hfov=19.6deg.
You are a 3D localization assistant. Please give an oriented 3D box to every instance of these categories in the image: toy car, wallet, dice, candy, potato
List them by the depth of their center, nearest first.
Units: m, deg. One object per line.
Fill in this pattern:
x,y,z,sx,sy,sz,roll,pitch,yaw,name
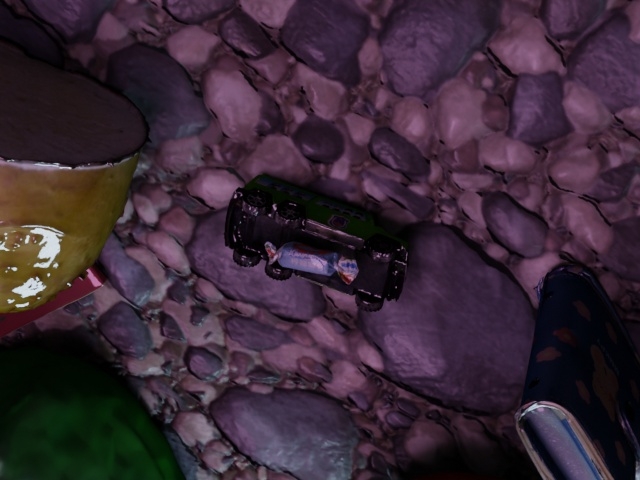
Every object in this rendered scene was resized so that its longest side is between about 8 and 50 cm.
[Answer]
0.214,0.125,1.497,0.059,0.202,0.141,-22,113,23,wallet
-0.008,0.018,1.556,0.083,0.020,0.030,9,124,19,candy
-0.317,-0.056,1.581,0.300,0.246,0.196,24,115,3,potato
0.000,0.000,1.596,0.165,0.062,0.071,20,129,11,toy car
-0.314,0.297,1.792,0.287,0.300,0.297,-15,115,34,dice

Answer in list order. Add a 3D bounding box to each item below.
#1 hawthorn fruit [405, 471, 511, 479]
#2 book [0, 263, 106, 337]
0.124,0.340,1.661,0.284,0.284,0.284,12,126,17,hawthorn fruit
-0.327,-0.020,1.756,0.162,0.022,0.232,-26,108,31,book
